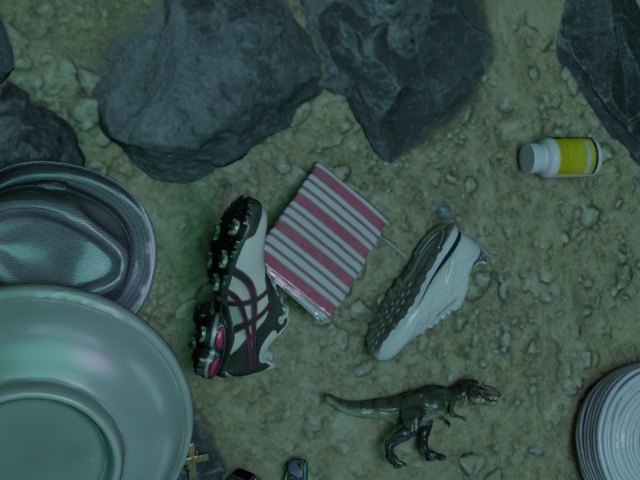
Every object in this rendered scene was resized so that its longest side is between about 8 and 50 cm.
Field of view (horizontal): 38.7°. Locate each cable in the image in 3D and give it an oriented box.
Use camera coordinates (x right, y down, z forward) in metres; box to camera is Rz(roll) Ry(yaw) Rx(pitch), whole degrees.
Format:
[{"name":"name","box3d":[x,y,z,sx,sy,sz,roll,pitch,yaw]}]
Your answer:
[{"name":"cable","box3d":[0.536,0.321,1.447,0.257,0.089,0.257,3,81,-13]}]

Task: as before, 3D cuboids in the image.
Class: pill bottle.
[{"name":"pill bottle","box3d":[0.372,-0.129,1.419,0.116,0.065,0.065,-3,92,-18]}]

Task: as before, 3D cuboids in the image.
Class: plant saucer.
[{"name":"plant saucer","box3d":[-0.351,0.251,1.108,0.400,0.100,0.400,-5,111,-12]}]

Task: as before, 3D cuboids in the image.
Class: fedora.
[{"name":"fedora","box3d":[-0.338,0.019,1.162,0.275,0.124,0.244,17,86,-17]}]

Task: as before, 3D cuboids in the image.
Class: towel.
[{"name":"towel","box3d":[0.000,0.000,1.304,0.144,0.029,0.197,40,62,-15]}]

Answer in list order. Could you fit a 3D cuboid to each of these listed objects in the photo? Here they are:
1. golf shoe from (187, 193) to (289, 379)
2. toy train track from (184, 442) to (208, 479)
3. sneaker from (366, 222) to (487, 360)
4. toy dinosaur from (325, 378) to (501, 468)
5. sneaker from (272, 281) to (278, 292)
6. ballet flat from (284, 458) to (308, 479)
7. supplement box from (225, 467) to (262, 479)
[{"name":"golf shoe","box3d":[-0.097,0.063,1.219,0.120,0.105,0.273,6,120,-17]},{"name":"toy train track","box3d":[-0.180,0.323,1.275,0.048,0.014,0.083,-6,98,-25]},{"name":"sneaker","box3d":[0.159,0.089,1.347,0.095,0.090,0.235,40,80,-24]},{"name":"toy dinosaur","box3d":[0.137,0.272,1.354,0.268,0.064,0.118,-3,85,-16]},{"name":"sneaker","box3d":[-0.103,0.038,1.280,0.067,0.042,0.118,-17,91,-19]},{"name":"ballet flat","box3d":[-0.034,0.371,1.313,0.041,0.041,0.114,-5,92,-18]},{"name":"supplement box","box3d":[-0.136,0.416,1.241,0.188,0.081,0.104,-41,102,-22]}]
